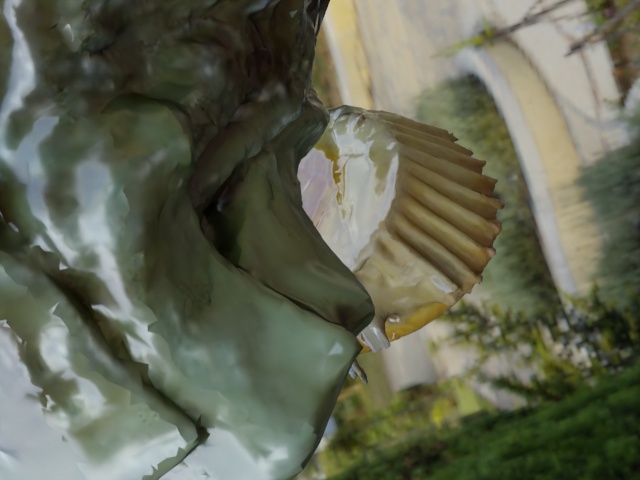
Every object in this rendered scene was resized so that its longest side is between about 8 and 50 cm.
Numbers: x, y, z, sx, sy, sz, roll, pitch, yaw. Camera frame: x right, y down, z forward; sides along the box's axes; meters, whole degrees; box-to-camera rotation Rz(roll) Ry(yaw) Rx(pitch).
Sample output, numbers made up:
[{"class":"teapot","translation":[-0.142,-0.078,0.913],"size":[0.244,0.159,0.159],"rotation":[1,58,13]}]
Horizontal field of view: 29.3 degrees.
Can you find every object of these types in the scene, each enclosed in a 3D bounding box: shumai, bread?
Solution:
[{"class":"shumai","translation":[-0.110,-0.027,0.592],"size":[0.395,0.395,0.348],"rotation":[90,155,-75]},{"class":"bread","translation":[0.007,-0.011,1.146],"size":[0.183,0.236,0.389],"rotation":[31,172,-31]}]

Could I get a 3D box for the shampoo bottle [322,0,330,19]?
[{"class":"shampoo bottle","translation":[-0.063,-0.197,1.127],"size":[0.246,0.080,0.079],"rotation":[-12,57,68]}]
